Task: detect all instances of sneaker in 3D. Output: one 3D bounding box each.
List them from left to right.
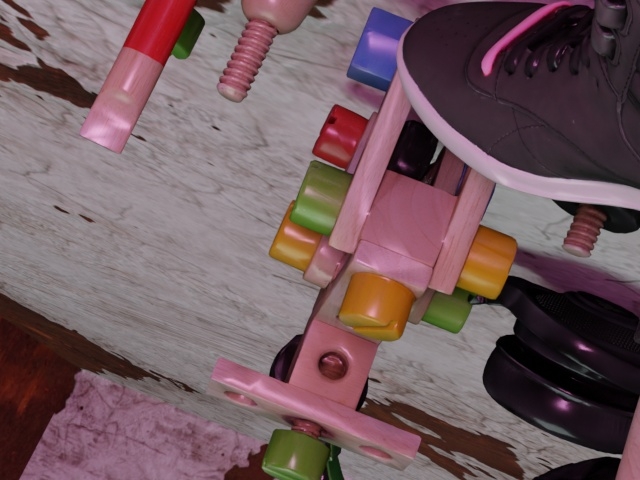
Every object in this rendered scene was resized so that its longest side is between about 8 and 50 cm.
[{"bbox_3d":[0.129,-0.084,0.735,0.296,0.104,0.147,29,154,44],"label":"sneaker"}]

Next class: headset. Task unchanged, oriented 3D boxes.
[{"bbox_3d":[0.188,0.150,1.276,0.394,0.243,0.185,5,-174,15],"label":"headset"}]

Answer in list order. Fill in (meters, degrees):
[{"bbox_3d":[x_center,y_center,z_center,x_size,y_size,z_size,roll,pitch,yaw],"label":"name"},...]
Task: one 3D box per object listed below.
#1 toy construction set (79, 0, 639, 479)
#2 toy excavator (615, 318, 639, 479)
[{"bbox_3d":[0.000,0.000,0.953,0.309,0.237,0.257,32,166,-26],"label":"toy construction set"},{"bbox_3d":[0.430,0.180,0.992,0.445,0.222,0.433,19,174,-27],"label":"toy excavator"}]
